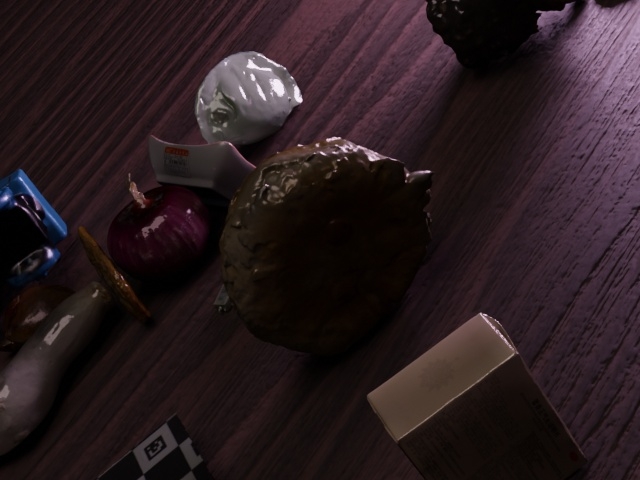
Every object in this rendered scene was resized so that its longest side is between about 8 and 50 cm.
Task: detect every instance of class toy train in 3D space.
[{"bbox_3d":[-0.612,0.025,2.314,0.300,0.188,0.265,-37,17,-2],"label":"toy train"}]

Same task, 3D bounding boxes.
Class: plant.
[{"bbox_3d":[0.286,-0.393,2.090,0.234,0.204,0.178,-27,40,22],"label":"plant"}]

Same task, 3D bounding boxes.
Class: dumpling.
[{"bbox_3d":[-0.134,-0.237,2.294,0.219,0.108,0.152,-29,65,-33],"label":"dumpling"}]

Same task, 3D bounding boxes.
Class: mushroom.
[{"bbox_3d":[-0.447,0.202,2.077,0.109,0.097,0.351,-11,40,52],"label":"mushroom"},{"bbox_3d":[-0.489,0.132,2.208,0.171,0.080,0.135,-33,26,-2],"label":"mushroom"}]

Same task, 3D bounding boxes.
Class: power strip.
[{"bbox_3d":[-0.143,0.080,2.042,0.027,0.017,0.083,-7,43,35],"label":"power strip"}]

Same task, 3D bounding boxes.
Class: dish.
[{"bbox_3d":[-0.189,-0.108,2.188,0.212,0.151,0.077,9,74,44],"label":"dish"}]

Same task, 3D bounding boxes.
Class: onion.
[{"bbox_3d":[-0.264,-0.014,2.135,0.177,0.153,0.177,-9,54,12],"label":"onion"}]

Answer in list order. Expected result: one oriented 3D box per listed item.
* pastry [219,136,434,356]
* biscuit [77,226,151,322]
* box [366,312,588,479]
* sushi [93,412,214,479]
[{"bbox_3d":[0.000,0.000,1.781,0.330,0.329,0.136,-42,38,-8],"label":"pastry"},{"bbox_3d":[-0.345,0.056,2.143,0.029,0.118,0.247,-36,35,-10],"label":"biscuit"},{"bbox_3d":[0.180,0.213,1.471,0.168,0.212,0.095,-35,35,1],"label":"box"},{"bbox_3d":[-0.262,0.439,1.699,0.359,0.064,0.343,-39,32,-3],"label":"sushi"}]
